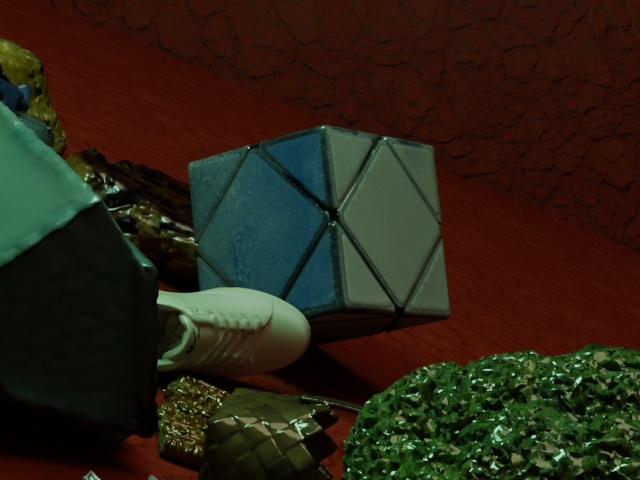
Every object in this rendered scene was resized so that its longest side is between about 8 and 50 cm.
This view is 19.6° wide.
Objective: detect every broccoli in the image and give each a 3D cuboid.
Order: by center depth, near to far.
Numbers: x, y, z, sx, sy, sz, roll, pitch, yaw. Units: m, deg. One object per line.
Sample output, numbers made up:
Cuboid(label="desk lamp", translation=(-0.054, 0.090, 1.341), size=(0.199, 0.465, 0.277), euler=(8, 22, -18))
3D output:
Cuboid(label="broccoli", translation=(0.180, 0.221, 1.327), size=(0.413, 0.310, 0.321), euler=(15, 42, -25))

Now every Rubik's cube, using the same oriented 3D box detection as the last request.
Cuboid(label="Rubik's cube", translation=(0.000, 0.000, 2.039), size=(0.205, 0.205, 0.207), euler=(-14, -14, 38))

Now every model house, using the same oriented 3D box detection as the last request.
Cuboid(label="model house", translation=(-0.275, 0.057, 1.597), size=(0.280, 0.230, 0.249), euler=(41, -19, 49))

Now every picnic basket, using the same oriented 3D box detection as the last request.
Cuboid(label="picnic basket", translation=(-0.006, 0.191, 1.552), size=(0.178, 0.128, 0.138), euler=(7, 13, 10))

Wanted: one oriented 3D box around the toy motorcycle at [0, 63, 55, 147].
Cuboid(label="toy motorcycle", translation=(-0.464, -0.147, 2.130), size=(0.241, 0.182, 0.319), euler=(-15, -20, 19))

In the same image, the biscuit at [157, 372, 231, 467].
Cuboid(label="biscuit", translation=(-0.093, 0.172, 1.728), size=(0.126, 0.025, 0.206), euler=(21, 12, -7))

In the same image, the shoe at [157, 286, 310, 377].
Cuboid(label="shoe", translation=(-0.124, 0.096, 1.837), size=(0.265, 0.095, 0.110), euler=(8, 9, -20))

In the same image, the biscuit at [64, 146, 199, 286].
Cuboid(label="biscuit", translation=(-0.166, -0.009, 2.260), size=(0.334, 0.081, 0.289), euler=(25, 11, -4))

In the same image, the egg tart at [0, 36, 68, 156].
Cuboid(label="egg tart", translation=(-0.485, -0.219, 2.496), size=(0.341, 0.129, 0.341), euler=(20, 11, -4))

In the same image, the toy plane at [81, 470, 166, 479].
Cuboid(label="toy plane", translation=(-0.113, 0.225, 1.390), size=(0.162, 0.065, 0.171), euler=(33, 7, -1))
